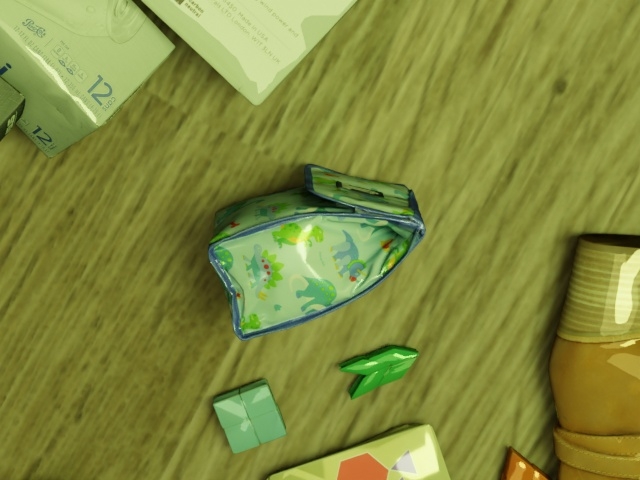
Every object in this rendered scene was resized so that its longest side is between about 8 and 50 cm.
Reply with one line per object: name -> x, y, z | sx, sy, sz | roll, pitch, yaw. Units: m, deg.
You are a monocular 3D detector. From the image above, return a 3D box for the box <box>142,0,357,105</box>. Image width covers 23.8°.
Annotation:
box -> -0.049, -0.222, 1.055 | 0.181, 0.119, 0.182 | 42, 99, -9

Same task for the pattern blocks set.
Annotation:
pattern blocks set -> 0.048, 0.243, 1.205 | 0.285, 0.026, 0.324 | -11, 103, 1

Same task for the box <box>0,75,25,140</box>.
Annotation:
box -> -0.342, -0.097, 1.003 | 0.231, 0.056, 0.183 | 39, 70, -6

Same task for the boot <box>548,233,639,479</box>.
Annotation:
boot -> 0.313, 0.116, 1.140 | 0.283, 0.109, 0.220 | 4, 101, 0

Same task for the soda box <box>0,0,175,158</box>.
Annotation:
soda box -> -0.240, -0.195, 1.042 | 0.286, 0.098, 0.091 | 47, 60, -14

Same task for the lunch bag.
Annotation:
lunch bag -> 0.000, 0.000, 1.100 | 0.151, 0.129, 0.096 | -16, 103, 3
